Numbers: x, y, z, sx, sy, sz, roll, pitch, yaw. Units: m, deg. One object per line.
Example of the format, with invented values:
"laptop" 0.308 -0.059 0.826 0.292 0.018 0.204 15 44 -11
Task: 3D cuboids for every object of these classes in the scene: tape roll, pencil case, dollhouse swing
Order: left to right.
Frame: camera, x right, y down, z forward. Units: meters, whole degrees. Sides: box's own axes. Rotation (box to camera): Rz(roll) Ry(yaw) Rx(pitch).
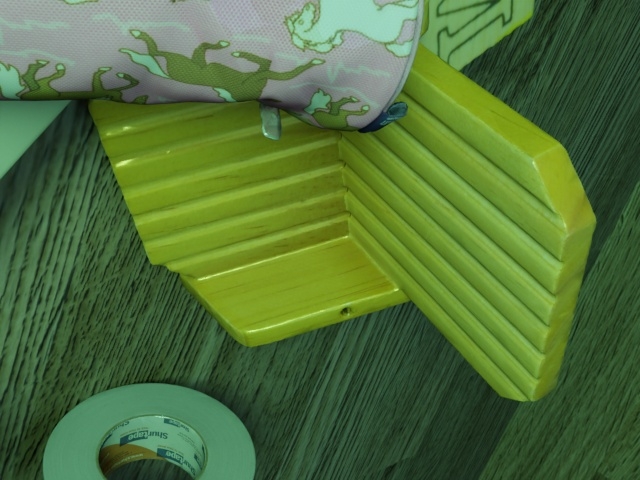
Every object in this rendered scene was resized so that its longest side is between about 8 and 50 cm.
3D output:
"pencil case" -0.140 -0.136 0.392 0.386 0.160 0.167 -1 108 -19
"tape roll" -0.182 0.253 0.814 0.219 0.219 0.072 -19 132 -41
"dollhouse swing" 0.000 0.000 0.648 0.315 0.305 0.347 -16 139 -7

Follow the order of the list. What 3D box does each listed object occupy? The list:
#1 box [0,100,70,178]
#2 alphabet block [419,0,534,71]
"box" -0.268 -0.087 0.503 0.275 0.094 0.113 -53 150 -16
"alphabet block" 0.078 -0.283 0.708 0.193 0.192 0.197 -37 141 -23
